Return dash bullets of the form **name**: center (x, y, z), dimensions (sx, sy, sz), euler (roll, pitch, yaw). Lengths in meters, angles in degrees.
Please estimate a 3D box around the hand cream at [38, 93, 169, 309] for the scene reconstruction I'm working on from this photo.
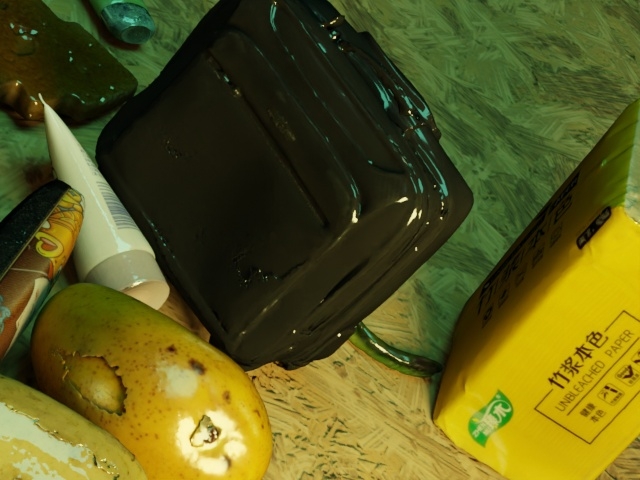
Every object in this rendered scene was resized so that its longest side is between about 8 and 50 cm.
- **hand cream**: center (-0.244, -0.031, 1.905), dimensions (0.083, 0.133, 0.248), euler (-23, 60, -11)

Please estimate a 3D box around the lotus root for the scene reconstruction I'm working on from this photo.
- **lotus root**: center (-0.254, 0.213, 1.551), dimensions (0.284, 0.160, 0.146), euler (31, 28, -4)

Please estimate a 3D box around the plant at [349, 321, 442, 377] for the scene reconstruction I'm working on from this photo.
- **plant**: center (0.016, -0.014, 2.081), dimensions (0.251, 0.180, 0.333), euler (-3, 54, -31)

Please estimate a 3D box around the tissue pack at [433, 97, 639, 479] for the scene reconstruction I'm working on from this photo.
- **tissue pack**: center (0.325, 0.070, 2.070), dimensions (0.228, 0.382, 0.293), euler (32, 34, -5)

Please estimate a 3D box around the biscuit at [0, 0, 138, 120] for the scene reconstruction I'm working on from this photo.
- **biscuit**: center (-0.348, -0.214, 2.077), dimensions (0.301, 0.043, 0.278), euler (22, 34, -25)

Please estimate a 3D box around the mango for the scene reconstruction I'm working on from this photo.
- **mango**: center (-0.173, 0.138, 1.692), dimensions (0.290, 0.160, 0.191), euler (39, -1, 32)

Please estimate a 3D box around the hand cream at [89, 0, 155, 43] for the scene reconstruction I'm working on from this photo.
- **hand cream**: center (-0.266, -0.314, 2.277), dimensions (0.095, 0.046, 0.175), euler (2, 41, -40)

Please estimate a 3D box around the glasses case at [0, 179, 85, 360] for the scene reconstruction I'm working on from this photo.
- **glasses case**: center (-0.309, 0.051, 1.724), dimensions (0.082, 0.122, 0.321), euler (34, 34, -5)

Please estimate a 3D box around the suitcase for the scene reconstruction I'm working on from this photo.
- **suitcase**: center (-0.038, -0.071, 1.915), dimensions (0.345, 0.339, 0.188), euler (55, 23, 22)
